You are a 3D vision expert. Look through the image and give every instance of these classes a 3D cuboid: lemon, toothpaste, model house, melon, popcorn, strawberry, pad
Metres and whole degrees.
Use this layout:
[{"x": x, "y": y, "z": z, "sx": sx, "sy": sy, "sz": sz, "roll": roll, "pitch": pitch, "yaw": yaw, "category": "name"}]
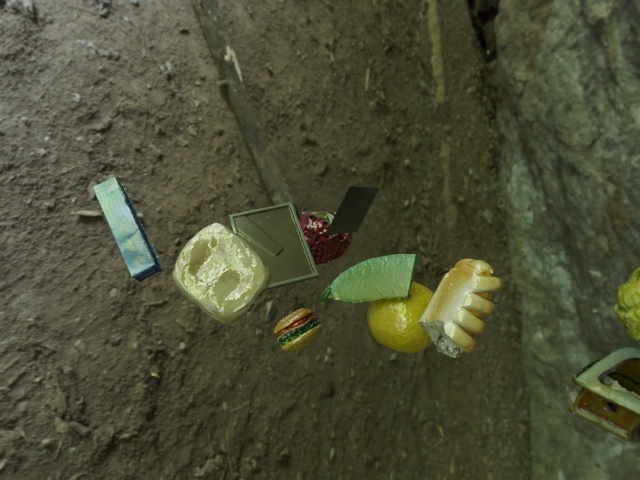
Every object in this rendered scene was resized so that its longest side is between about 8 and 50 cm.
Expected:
[{"x": 0.204, "y": 0.186, "z": 1.127, "sx": 0.178, "sy": 0.203, "sz": 0.179, "roll": -13, "pitch": 108, "yaw": -44, "category": "lemon"}, {"x": -0.475, "y": -0.031, "z": 1.120, "sx": 0.272, "sy": 0.066, "sz": 0.053, "roll": 58, "pitch": -8, "yaw": 18, "category": "toothpaste"}, {"x": 0.697, "y": 0.378, "z": 0.993, "sx": 0.173, "sy": 0.267, "sz": 0.239, "roll": -37, "pitch": 136, "yaw": -31, "category": "model house"}, {"x": 0.116, "y": 0.104, "z": 1.069, "sx": 0.053, "sy": 0.261, "sz": 0.114, "roll": -2, "pitch": 74, "yaw": -67, "category": "melon"}, {"x": 0.663, "y": 0.126, "z": 0.850, "sx": 0.213, "sy": 0.197, "sz": 0.198, "roll": 58, "pitch": 36, "yaw": -20, "category": "popcorn"}, {"x": 0.000, "y": 0.000, "z": 1.433, "sx": 0.184, "sy": 0.202, "sz": 0.187, "roll": 25, "pitch": 30, "yaw": -11, "category": "strawberry"}, {"x": 0.079, "y": -0.071, "z": 1.080, "sx": 0.190, "sy": 0.004, "sz": 0.127, "roll": -8, "pitch": 128, "yaw": -62, "category": "pad"}]

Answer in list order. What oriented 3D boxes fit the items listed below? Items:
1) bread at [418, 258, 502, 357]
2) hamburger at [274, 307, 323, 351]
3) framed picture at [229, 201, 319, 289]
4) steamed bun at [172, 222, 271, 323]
[{"x": 0.246, "y": 0.117, "z": 0.789, "sx": 0.084, "sy": 0.119, "sz": 0.177, "roll": 29, "pitch": 88, "yaw": -13, "category": "bread"}, {"x": -0.072, "y": 0.291, "z": 1.483, "sx": 0.115, "sy": 0.162, "sz": 0.162, "roll": 60, "pitch": 30, "yaw": 8, "category": "hamburger"}, {"x": -0.126, "y": 0.013, "z": 1.202, "sx": 0.016, "sy": 0.183, "sz": 0.250, "roll": 97, "pitch": -26, "yaw": -55, "category": "framed picture"}, {"x": -0.175, "y": 0.075, "z": 0.856, "sx": 0.141, "sy": 0.172, "sz": 0.155, "roll": -46, "pitch": 165, "yaw": -14, "category": "steamed bun"}]
